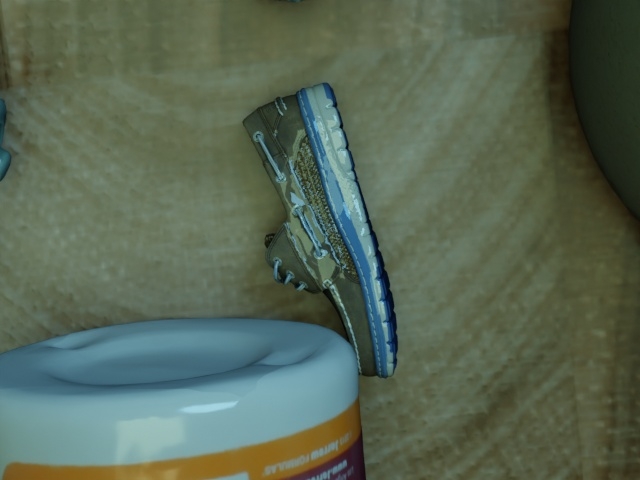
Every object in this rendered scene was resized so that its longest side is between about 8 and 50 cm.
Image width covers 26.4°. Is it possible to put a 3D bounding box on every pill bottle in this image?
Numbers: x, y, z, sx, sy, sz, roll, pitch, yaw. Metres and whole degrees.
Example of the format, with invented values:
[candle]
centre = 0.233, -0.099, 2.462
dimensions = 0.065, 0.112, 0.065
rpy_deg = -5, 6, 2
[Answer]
[pill bottle]
centre = -0.075, 0.254, 0.779
dimensions = 0.224, 0.224, 0.392
rpy_deg = -4, 98, -1

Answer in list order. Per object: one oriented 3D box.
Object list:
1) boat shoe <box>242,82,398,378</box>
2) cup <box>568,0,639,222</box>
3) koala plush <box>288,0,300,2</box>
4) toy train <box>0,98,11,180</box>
[boat shoe]
centre = 0.000, 0.000, 0.833
dimensions = 0.066, 0.066, 0.183
rpy_deg = -15, 88, 5
[cup]
centre = 0.282, -0.134, 0.682
dimensions = 0.331, 0.237, 0.331
rpy_deg = -2, 83, 15
[koala plush]
centre = 0.042, -0.236, 0.720
dimensions = 0.203, 0.221, 0.196
rpy_deg = -8, 97, -1
[toy train]
centre = -0.287, 0.013, 0.758
dimensions = 0.142, 0.190, 0.334
rpy_deg = 25, 96, -4
